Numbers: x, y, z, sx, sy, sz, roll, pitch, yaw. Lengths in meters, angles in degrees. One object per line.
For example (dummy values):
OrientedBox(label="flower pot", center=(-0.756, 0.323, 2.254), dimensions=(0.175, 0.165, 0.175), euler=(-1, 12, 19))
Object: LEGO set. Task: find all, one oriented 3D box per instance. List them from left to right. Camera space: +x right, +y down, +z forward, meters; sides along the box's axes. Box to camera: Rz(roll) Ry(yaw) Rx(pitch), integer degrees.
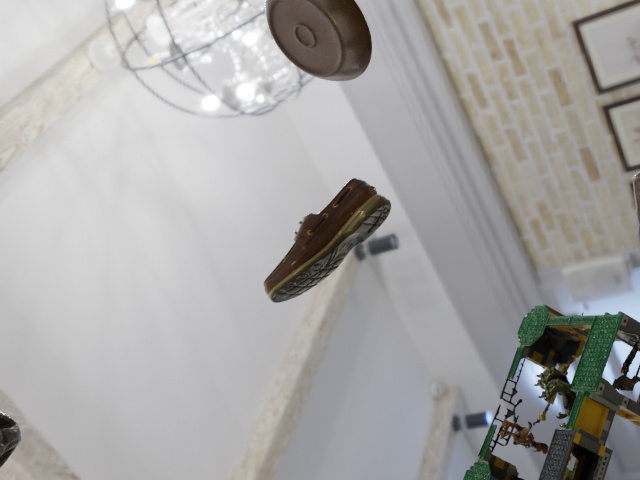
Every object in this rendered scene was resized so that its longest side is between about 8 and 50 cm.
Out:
OrientedBox(label="LEGO set", center=(0.338, 0.241, 1.020), dimensions=(0.192, 0.255, 0.331), euler=(29, -114, -14))

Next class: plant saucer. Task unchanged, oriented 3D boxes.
OrientedBox(label="plant saucer", center=(-0.014, -0.314, 1.250), dimensions=(0.036, 0.198, 0.199), euler=(-47, -60, -29))

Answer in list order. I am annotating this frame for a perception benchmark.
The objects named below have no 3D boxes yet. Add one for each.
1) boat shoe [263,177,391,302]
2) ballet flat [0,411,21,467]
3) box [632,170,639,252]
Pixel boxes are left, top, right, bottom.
OrientedBox(label="boat shoe", center=(0.000, 0.000, 0.971), dimensions=(0.060, 0.178, 0.064), euler=(47, 178, 23))
OrientedBox(label="ballet flat", center=(-0.355, 0.193, 0.673), dimensions=(0.250, 0.058, 0.084), euler=(-10, -77, -49))
OrientedBox(label="box", center=(0.355, 0.030, 0.622), dimensions=(0.167, 0.168, 0.203), euler=(145, 123, -79))
